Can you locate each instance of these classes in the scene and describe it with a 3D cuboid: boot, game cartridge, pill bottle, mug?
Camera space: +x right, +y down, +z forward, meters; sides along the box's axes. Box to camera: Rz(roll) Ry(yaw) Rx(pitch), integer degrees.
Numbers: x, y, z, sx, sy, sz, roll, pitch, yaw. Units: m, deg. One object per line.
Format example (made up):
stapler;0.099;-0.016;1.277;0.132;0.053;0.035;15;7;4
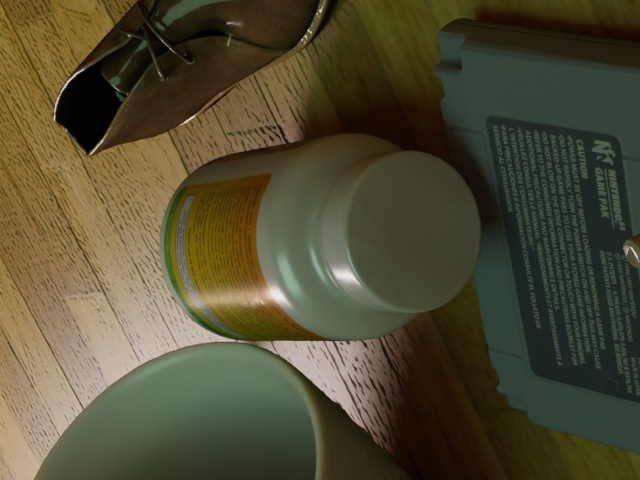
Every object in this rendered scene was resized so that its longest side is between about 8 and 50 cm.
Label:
boot;-0.088;-0.143;1.303;0.112;0.115;0.305;51;142;3
game cartridge;0.181;0.005;1.200;0.196;0.060;0.294;17;131;41
pill bottle;0.000;0.000;1.273;0.246;0.136;0.136;-5;117;61
mug;-0.044;0.248;1.465;0.328;0.276;0.374;46;-173;-41

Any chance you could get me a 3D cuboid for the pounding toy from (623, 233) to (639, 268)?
pounding toy;0.262;0.054;1.091;0.237;0.183;0.110;65;167;-17
